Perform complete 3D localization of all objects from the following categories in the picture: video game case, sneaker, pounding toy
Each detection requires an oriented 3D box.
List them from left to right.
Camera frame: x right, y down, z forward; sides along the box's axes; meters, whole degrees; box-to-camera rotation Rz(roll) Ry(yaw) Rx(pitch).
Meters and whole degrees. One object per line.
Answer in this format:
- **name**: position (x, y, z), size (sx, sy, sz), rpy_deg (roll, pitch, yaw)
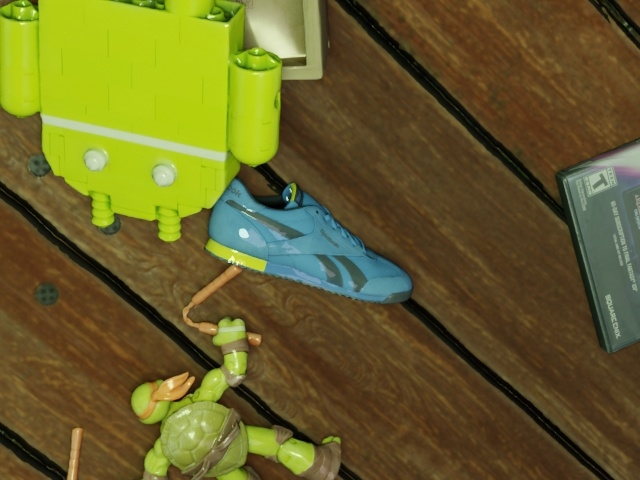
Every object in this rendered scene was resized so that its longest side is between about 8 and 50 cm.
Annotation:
- **pounding toy**: position (-0.090, -0.243, 1.518), size (0.181, 0.094, 0.206), rpy_deg (-1, 113, 6)
- **sneaker**: position (0.000, 0.000, 1.648), size (0.209, 0.069, 0.082), rpy_deg (17, 97, -23)
- **video game case**: position (0.376, -0.027, 1.792), size (0.274, 0.026, 0.196), rpy_deg (-22, 113, -10)

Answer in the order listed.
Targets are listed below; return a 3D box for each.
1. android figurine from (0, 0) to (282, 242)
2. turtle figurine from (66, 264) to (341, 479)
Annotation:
- **android figurine**: position (-0.149, -0.123, 1.502), size (0.248, 0.056, 0.273), rpy_deg (14, 123, 12)
- **turtle figurine**: position (-0.087, 0.171, 1.661), size (0.217, 0.087, 0.269), rpy_deg (32, 95, -25)
